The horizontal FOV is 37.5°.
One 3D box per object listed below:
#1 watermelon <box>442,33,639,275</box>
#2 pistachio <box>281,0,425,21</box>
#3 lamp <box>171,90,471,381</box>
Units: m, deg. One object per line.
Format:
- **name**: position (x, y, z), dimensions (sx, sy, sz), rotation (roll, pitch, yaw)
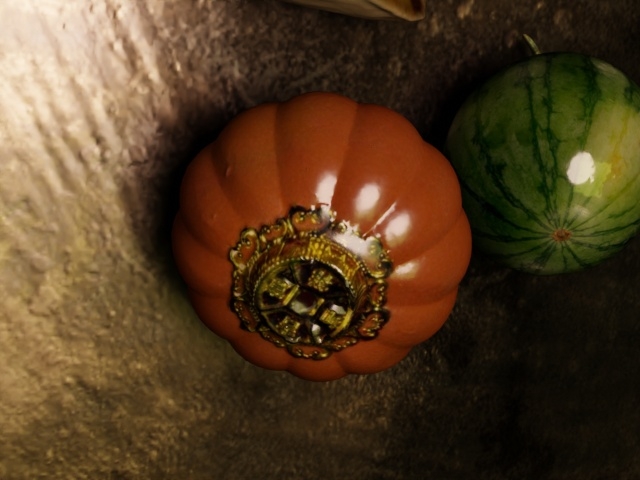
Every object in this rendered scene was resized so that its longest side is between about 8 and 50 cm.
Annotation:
- **watermelon**: position (0.199, -0.071, 0.815), dimensions (0.188, 0.214, 0.188), rotation (5, 129, 6)
- **pistachio**: position (0.013, -0.226, 0.689), dimensions (0.206, 0.131, 0.129), rotation (10, 139, -32)
- **lamp**: position (0.000, 0.000, 0.700), dimensions (0.223, 0.196, 0.223), rotation (3, 116, 7)
